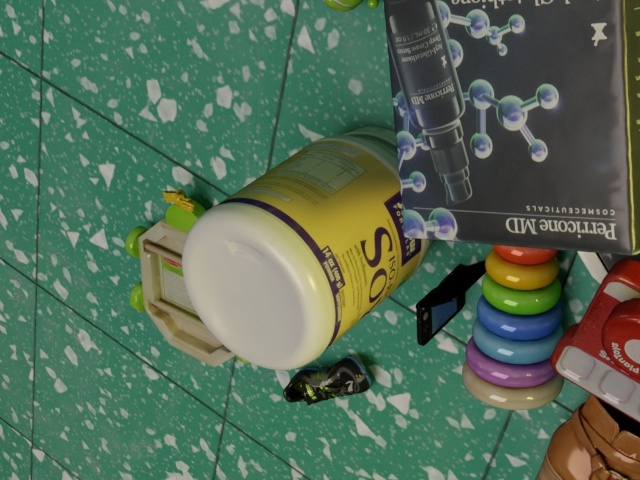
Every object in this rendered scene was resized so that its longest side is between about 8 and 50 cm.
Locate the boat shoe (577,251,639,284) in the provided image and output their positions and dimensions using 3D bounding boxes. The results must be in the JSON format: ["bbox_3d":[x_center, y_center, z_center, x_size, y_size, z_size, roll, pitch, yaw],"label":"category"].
[{"bbox_3d":[0.412,0.066,1.529,0.091,0.114,0.302,-31,108,21],"label":"boat shoe"}]

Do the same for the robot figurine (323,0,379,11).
[{"bbox_3d":[0.040,-0.346,1.614,0.101,0.067,0.115,37,139,-11],"label":"robot figurine"}]

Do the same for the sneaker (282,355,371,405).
[{"bbox_3d":[0.011,0.239,2.020,0.188,0.078,0.067,-17,105,45],"label":"sneaker"}]

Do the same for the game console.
[{"bbox_3d":[0.193,0.085,1.725,0.071,0.122,0.107,18,127,32],"label":"game console"}]

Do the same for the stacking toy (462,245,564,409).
[{"bbox_3d":[0.267,0.058,1.643,0.141,0.141,0.330,19,124,31],"label":"stacking toy"}]

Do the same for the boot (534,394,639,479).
[{"bbox_3d":[0.445,0.344,1.706,0.283,0.109,0.220,41,133,23],"label":"boot"}]

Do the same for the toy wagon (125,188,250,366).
[{"bbox_3d":[-0.214,0.057,2.108,0.267,0.068,0.344,23,129,29],"label":"toy wagon"}]

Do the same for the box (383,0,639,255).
[{"bbox_3d":[0.249,-0.204,1.361,0.293,0.212,0.395,4,106,39],"label":"box"}]

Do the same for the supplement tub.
[{"bbox_3d":[0.000,0.000,1.683,0.241,0.331,0.241,23,130,30],"label":"supplement tub"}]

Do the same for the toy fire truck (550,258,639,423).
[{"bbox_3d":[0.432,0.146,1.410,0.302,0.169,0.254,30,144,13],"label":"toy fire truck"}]
